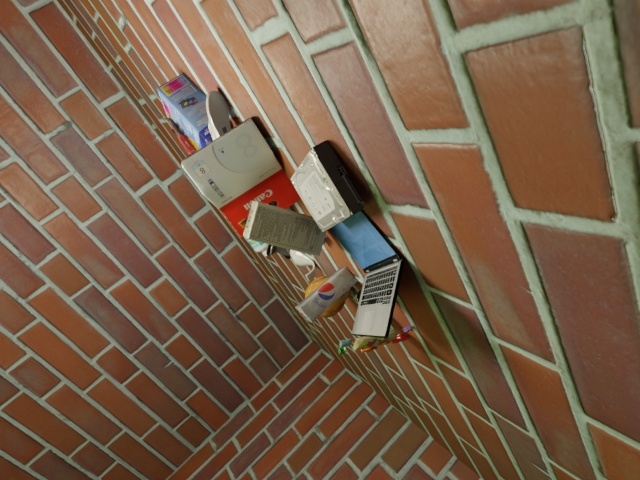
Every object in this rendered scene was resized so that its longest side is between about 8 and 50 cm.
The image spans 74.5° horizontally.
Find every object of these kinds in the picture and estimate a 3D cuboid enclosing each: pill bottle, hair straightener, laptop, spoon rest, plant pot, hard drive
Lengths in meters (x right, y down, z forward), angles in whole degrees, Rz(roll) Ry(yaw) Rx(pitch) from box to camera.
[{"bbox_3d":[-0.386,-0.031,2.585,0.264,0.146,0.146,53,163,-15],"label":"pill bottle"},{"bbox_3d":[-0.650,-0.473,1.942,0.230,0.047,0.089,48,164,3],"label":"hair straightener"},{"bbox_3d":[0.116,0.118,1.518,0.236,0.407,0.382,17,166,-8],"label":"laptop"},{"bbox_3d":[-0.092,0.119,2.329,0.276,0.084,0.137,50,168,50],"label":"spoon rest"},{"bbox_3d":[0.050,0.258,2.074,0.205,0.205,0.188,48,148,3],"label":"plant pot"},{"bbox_3d":[0.011,-0.161,1.389,0.236,0.064,0.339,59,162,-2],"label":"hard drive"}]

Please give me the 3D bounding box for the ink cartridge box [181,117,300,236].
[{"bbox_3d":[-0.292,-0.226,1.631,0.385,0.308,0.091,57,-179,-23],"label":"ink cartridge box"}]

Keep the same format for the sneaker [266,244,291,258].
[{"bbox_3d":[-0.258,0.060,2.482,0.086,0.132,0.228,35,158,38],"label":"sneaker"}]

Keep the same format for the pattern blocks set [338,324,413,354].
[{"bbox_3d":[0.231,0.419,1.760,0.285,0.325,0.026,81,174,-61],"label":"pattern blocks set"}]

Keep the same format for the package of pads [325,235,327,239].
[{"bbox_3d":[0.000,0.000,1.847,0.032,0.050,0.083,51,164,11],"label":"package of pads"}]

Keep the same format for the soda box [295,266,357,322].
[{"bbox_3d":[0.027,0.243,1.900,0.091,0.286,0.098,51,163,-3],"label":"soda box"}]

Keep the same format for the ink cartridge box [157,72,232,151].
[{"bbox_3d":[-0.528,-0.511,1.899,0.395,0.151,0.270,45,163,8],"label":"ink cartridge box"}]

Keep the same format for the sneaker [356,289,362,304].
[{"bbox_3d":[0.227,0.343,1.902,0.106,0.078,0.234,59,-168,-65],"label":"sneaker"}]

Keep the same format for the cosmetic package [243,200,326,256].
[{"bbox_3d":[-0.137,-0.047,1.659,0.296,0.153,0.129,16,-179,-20],"label":"cosmetic package"}]

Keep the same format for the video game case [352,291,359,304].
[{"bbox_3d":[0.226,0.321,2.037,0.157,0.019,0.143,46,163,9],"label":"video game case"}]

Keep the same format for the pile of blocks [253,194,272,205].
[{"bbox_3d":[-0.273,-0.148,1.885,0.113,0.148,0.362,20,163,-18],"label":"pile of blocks"}]

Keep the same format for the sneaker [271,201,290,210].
[{"bbox_3d":[-0.213,-0.176,1.966,0.232,0.090,0.115,56,171,9],"label":"sneaker"}]

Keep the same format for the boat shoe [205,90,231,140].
[{"bbox_3d":[-0.413,-0.467,1.705,0.088,0.096,0.267,15,133,40],"label":"boat shoe"}]
